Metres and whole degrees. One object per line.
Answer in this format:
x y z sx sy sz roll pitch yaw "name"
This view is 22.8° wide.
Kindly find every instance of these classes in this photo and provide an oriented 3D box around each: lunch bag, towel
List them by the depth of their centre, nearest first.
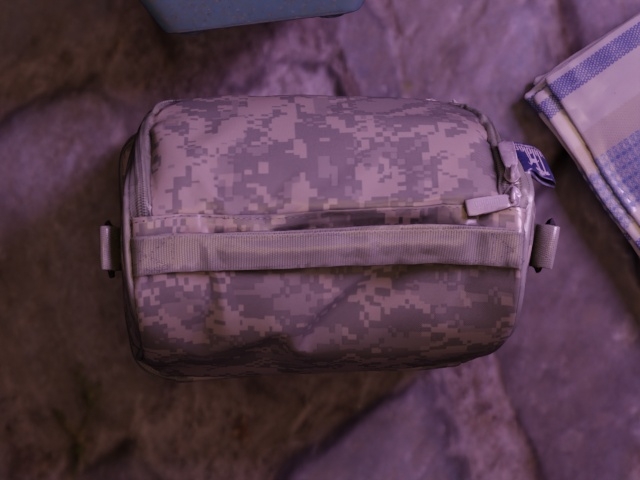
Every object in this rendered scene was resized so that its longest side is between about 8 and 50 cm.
0.000 0.000 1.155 0.305 0.256 0.213 -1 94 -4 "lunch bag"
0.321 -0.062 1.242 0.209 0.034 0.285 -35 88 17 "towel"

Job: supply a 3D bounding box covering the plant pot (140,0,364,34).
-0.058 -0.290 1.148 0.247 0.247 0.252 -7 110 -3 "plant pot"
